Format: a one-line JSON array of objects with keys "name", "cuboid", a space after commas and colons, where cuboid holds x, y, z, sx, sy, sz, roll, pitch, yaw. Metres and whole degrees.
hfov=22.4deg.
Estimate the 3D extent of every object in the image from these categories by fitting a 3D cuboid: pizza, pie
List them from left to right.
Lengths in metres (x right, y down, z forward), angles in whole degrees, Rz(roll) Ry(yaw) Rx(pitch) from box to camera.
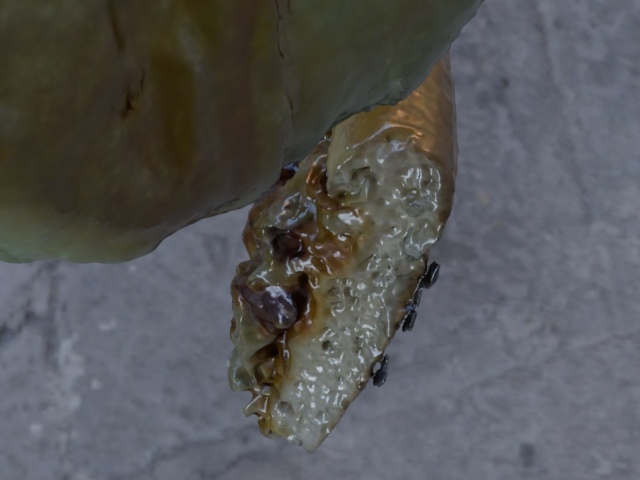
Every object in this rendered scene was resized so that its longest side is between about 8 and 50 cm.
[{"name": "pie", "cuboid": [-0.027, -0.127, 0.348, 0.071, 0.306, 0.306, 31, 102, 37]}, {"name": "pizza", "cuboid": [-0.001, 0.000, 0.627, 0.154, 0.069, 0.194, -92, 21, -61]}]
